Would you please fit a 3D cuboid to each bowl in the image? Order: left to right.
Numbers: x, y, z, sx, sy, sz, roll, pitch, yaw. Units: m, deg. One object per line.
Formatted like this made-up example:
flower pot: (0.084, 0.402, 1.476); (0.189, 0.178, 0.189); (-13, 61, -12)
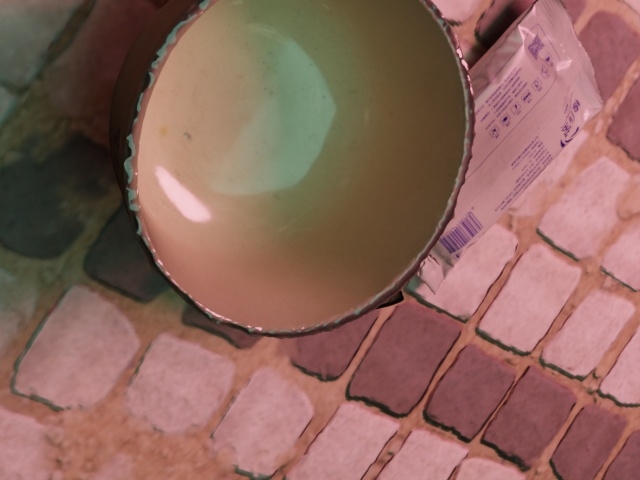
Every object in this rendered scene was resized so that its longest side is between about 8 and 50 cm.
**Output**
bowl: (-0.028, -0.063, 0.835); (0.211, 0.112, 0.211); (-9, 111, -24)

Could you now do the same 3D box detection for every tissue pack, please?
tissue pack: (0.114, -0.064, 1.012); (0.193, 0.026, 0.122); (-47, 134, -4)

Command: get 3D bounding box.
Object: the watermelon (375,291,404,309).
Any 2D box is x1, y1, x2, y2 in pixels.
watermelon: (0.000, 0.000, 0.950); (0.135, 0.125, 0.094); (8, 80, -69)
